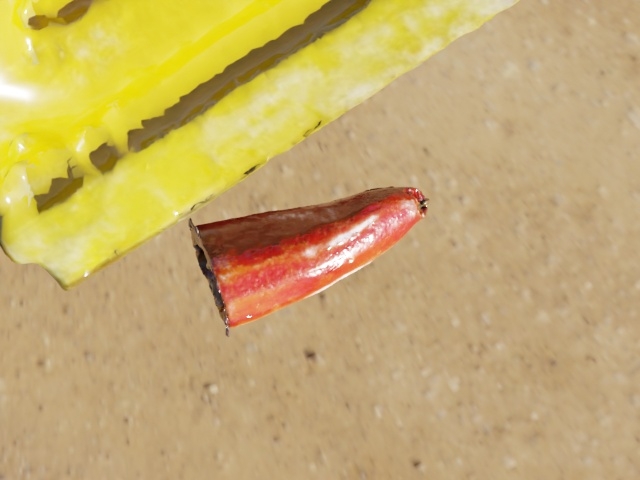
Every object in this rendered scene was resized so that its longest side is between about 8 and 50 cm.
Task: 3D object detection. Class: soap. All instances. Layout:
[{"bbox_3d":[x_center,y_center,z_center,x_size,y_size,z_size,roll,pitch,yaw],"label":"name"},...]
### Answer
[{"bbox_3d":[-0.087,-0.154,0.825,0.281,0.143,0.259,-30,116,12],"label":"soap"}]

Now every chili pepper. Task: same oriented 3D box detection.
[{"bbox_3d":[-0.001,-0.001,1.229,0.169,0.088,0.065,-18,143,-12],"label":"chili pepper"}]
